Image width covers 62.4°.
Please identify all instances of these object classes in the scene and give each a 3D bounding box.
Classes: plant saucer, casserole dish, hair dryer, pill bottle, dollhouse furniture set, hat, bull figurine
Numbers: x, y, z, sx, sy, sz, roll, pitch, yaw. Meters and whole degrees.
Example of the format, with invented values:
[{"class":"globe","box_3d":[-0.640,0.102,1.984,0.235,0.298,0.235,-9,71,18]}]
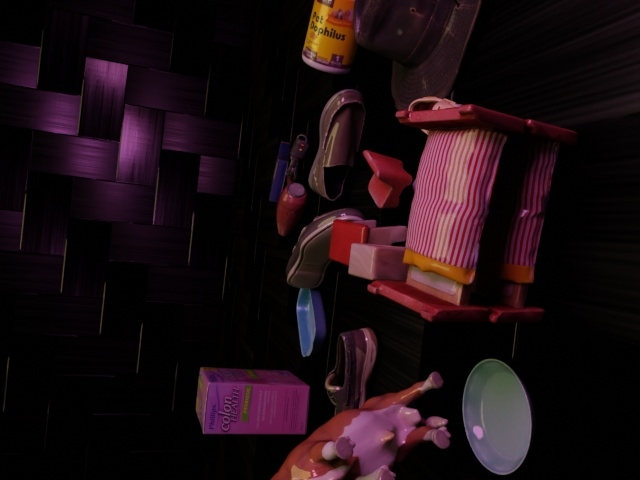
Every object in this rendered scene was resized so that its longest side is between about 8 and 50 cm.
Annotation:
[{"class":"plant saucer","box_3d":[0.197,0.190,0.576,0.119,0.021,0.119,-175,90,-73]},{"class":"casserole dish","box_3d":[-0.020,0.184,1.241,0.188,0.037,0.114,-100,23,-43]},{"class":"hair dryer","box_3d":[-0.067,-0.148,1.491,0.223,0.080,0.293,-89,14,-78]},{"class":"pill bottle","box_3d":[0.038,-0.482,1.146,0.117,0.118,0.214,-109,30,-54]},{"class":"dollhouse furniture set","box_3d":[0.101,-0.040,0.654,0.374,0.152,0.201,17,100,63]},{"class":"hat","box_3d":[0.127,-0.369,0.805,0.331,0.134,0.330,-174,90,-72]},{"class":"bull figurine","box_3d":[0.036,0.271,0.651,0.101,0.311,0.188,57,135,10]}]

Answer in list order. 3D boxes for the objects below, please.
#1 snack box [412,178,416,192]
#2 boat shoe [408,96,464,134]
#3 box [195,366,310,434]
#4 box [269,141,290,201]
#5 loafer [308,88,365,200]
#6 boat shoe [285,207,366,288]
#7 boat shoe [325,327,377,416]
[{"class":"snack box","box_3d":[0.169,-0.035,0.739,0.064,0.022,0.178,119,152,-46]},{"class":"boat shoe","box_3d":[0.169,-0.160,0.720,0.170,0.059,0.062,-125,44,-65]},{"class":"box","box_3d":[-0.174,0.394,1.314,0.213,0.243,0.117,169,106,-73]},{"class":"box","box_3d":[-0.126,-0.210,1.642,0.225,0.037,0.136,-95,18,-63]},{"class":"loafer","box_3d":[0.045,-0.189,1.101,0.087,0.095,0.251,-120,34,-44]},{"class":"boat shoe","box_3d":[0.000,0.000,1.110,0.335,0.112,0.095,128,147,-57]},{"class":"boat shoe","box_3d":[0.043,0.259,0.950,0.080,0.074,0.223,-128,47,-66]}]
